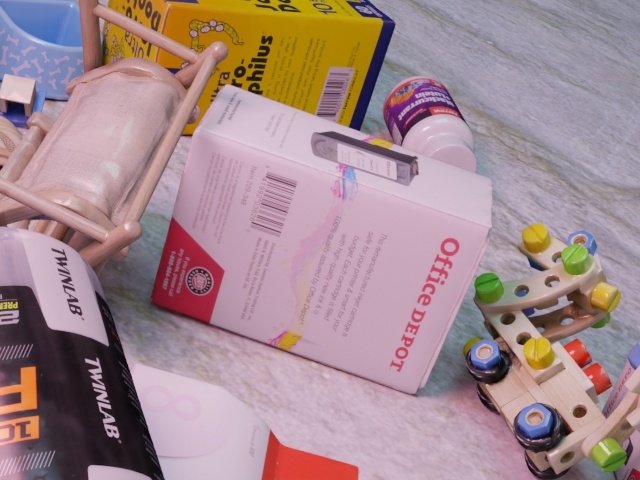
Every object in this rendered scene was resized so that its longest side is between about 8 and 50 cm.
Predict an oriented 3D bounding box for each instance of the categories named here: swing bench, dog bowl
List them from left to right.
[{"bbox_3d":[-0.411,-0.309,1.542,0.166,0.074,0.297,-6,43,-42],"label":"dog bowl"},{"bbox_3d":[-0.236,-0.067,1.054,0.165,0.255,0.253,27,52,-9],"label":"swing bench"}]

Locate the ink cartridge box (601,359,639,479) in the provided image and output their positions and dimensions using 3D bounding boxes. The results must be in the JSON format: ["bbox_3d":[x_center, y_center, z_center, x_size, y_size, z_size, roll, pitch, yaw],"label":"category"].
[{"bbox_3d":[0.348,0.200,1.135,0.063,0.109,0.150,12,31,-8],"label":"ink cartridge box"}]

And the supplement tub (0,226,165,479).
[{"bbox_3d":[-0.213,0.172,0.751,0.207,0.207,0.338,-1,46,-30],"label":"supplement tub"}]

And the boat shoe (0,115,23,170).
[{"bbox_3d":[-0.445,-0.072,1.124,0.341,0.122,0.110,-10,40,-41],"label":"boat shoe"}]

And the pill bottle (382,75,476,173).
[{"bbox_3d":[0.162,-0.151,1.593,0.108,0.108,0.193,8,32,-18],"label":"pill bottle"}]

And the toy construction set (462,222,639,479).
[{"bbox_3d":[0.267,0.116,1.124,0.215,0.151,0.328,-30,28,-3],"label":"toy construction set"}]

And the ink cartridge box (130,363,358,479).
[{"bbox_3d":[-0.075,0.209,0.945,0.232,0.066,0.189,12,31,-3],"label":"ink cartridge box"}]

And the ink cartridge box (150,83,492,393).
[{"bbox_3d":[0.000,0.000,1.151,0.306,0.226,0.131,19,31,-3],"label":"ink cartridge box"}]

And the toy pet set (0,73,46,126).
[{"bbox_3d":[-0.390,-0.144,1.352,0.122,0.065,0.114,11,66,-8],"label":"toy pet set"}]

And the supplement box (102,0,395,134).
[{"bbox_3d":[-0.108,-0.278,1.564,0.356,0.195,0.194,-3,37,-32],"label":"supplement box"}]
